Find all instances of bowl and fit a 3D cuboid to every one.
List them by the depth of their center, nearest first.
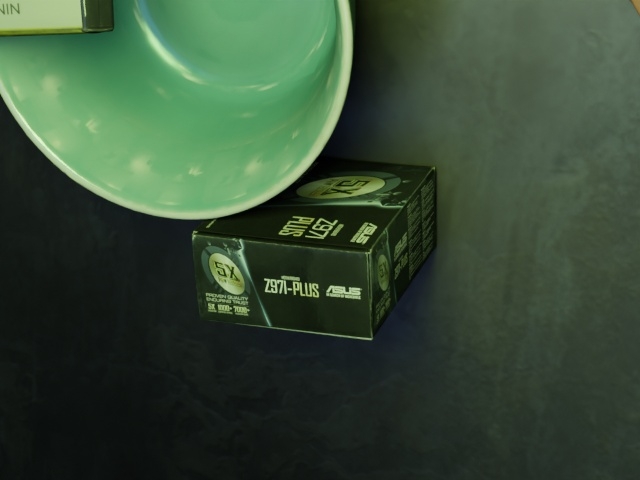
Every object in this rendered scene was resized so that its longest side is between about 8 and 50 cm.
[{"bbox_3d":[-0.096,-0.190,1.152,0.311,0.163,0.311,9,116,18],"label":"bowl"}]

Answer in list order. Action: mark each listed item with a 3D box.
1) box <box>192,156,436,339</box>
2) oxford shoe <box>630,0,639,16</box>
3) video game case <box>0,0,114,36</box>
[{"bbox_3d":[0.000,0.000,1.187,0.147,0.180,0.077,6,116,20],"label":"box"},{"bbox_3d":[0.236,-0.309,0.991,0.130,0.123,0.348,-9,110,19],"label":"oxford shoe"},{"bbox_3d":[-0.264,-0.287,1.075,0.248,0.035,0.275,4,101,32],"label":"video game case"}]
